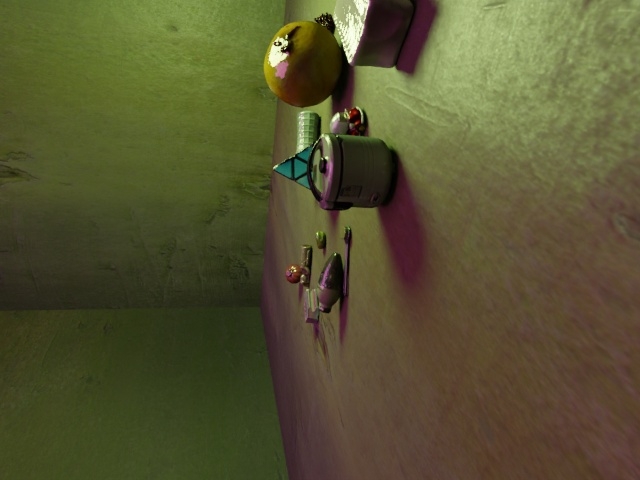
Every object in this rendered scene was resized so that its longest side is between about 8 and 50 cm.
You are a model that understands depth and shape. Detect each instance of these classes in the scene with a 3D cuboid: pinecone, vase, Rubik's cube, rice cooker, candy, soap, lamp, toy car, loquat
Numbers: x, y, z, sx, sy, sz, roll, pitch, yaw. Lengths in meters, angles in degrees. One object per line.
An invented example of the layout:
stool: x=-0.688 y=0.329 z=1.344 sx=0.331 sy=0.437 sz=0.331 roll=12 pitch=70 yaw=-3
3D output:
pinecone: x=0.015 y=-0.928 z=1.997 sx=0.109 sy=0.102 sz=0.102 roll=-16 pitch=71 yaw=46
vase: x=-0.067 y=-0.454 z=2.186 sx=0.143 sy=0.143 sz=0.299 roll=150 pitch=122 yaw=-74
Rubik's cube: x=-0.014 y=-0.292 z=1.933 sx=0.228 sy=0.233 sz=0.228 roll=-7 pitch=35 yaw=41
rice cooker: x=0.079 y=-0.200 z=1.362 sx=0.226 sy=0.244 sz=0.226 roll=-179 pitch=90 yaw=-72
candy: x=0.141 y=-0.681 z=1.352 sx=0.208 sy=0.144 sz=0.359 roll=105 pitch=161 yaw=-46
soap: x=-0.044 y=0.317 z=2.186 sx=0.100 sy=0.056 sz=0.149 roll=112 pitch=155 yaw=-61
lamp: x=-0.143 y=0.182 z=2.511 sx=0.107 sy=0.092 sz=0.108 roll=-6 pitch=80 yaw=41
toy car: x=0.087 y=-0.394 z=1.607 sx=0.139 sy=0.112 sz=0.112 roll=106 pitch=159 yaw=-44
lamp: x=0.039 y=0.164 z=1.777 sx=0.101 sy=0.101 sz=0.250 roll=-132 pitch=53 yaw=-70
loquat: x=-0.058 y=-0.691 z=1.867 sx=0.359 sy=0.328 sz=0.329 roll=27 pitch=-126 yaw=-56

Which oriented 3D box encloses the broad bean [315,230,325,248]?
broad bean: x=0.000 y=0.000 z=2.064 sx=0.063 sy=0.045 sz=0.083 roll=-119 pitch=25 yaw=-66

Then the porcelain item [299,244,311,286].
porcelain item: x=-0.078 y=0.130 z=2.339 sx=0.084 sy=0.054 sz=0.213 roll=-137 pitch=49 yaw=-74

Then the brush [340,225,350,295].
brush: x=0.091 y=0.077 z=1.722 sx=0.062 sy=0.027 sz=0.266 roll=-172 pitch=83 yaw=-76
